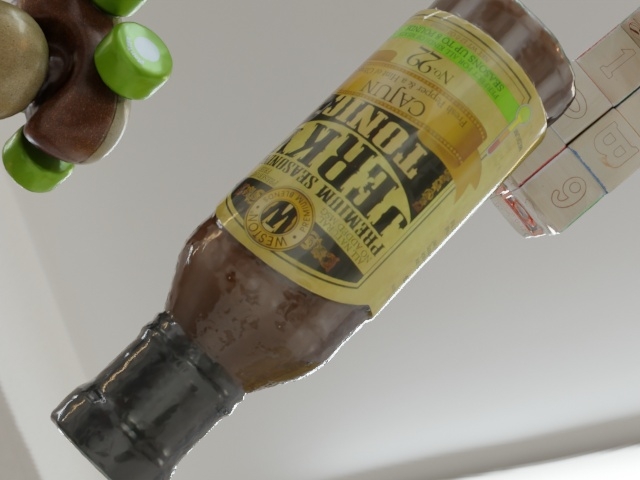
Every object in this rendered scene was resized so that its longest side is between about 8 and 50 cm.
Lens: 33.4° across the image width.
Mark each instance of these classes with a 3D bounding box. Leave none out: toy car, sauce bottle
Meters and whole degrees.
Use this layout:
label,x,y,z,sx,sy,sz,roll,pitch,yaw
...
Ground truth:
label,x,y,z,sx,sy,sz,roll,pitch,yaw
toy car,-0.227,-0.137,0.738,0.188,0.149,0.155,14,-40,-43
sauce bottle,0.000,0.000,0.599,0.111,0.111,0.344,47,-105,-13

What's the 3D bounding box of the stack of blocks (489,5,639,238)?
label,x,y,z,sx,sy,sz,roll,pitch,yaw
stack of blocks,0.248,-0.129,0.766,0.297,0.171,0.087,-39,-92,-1
